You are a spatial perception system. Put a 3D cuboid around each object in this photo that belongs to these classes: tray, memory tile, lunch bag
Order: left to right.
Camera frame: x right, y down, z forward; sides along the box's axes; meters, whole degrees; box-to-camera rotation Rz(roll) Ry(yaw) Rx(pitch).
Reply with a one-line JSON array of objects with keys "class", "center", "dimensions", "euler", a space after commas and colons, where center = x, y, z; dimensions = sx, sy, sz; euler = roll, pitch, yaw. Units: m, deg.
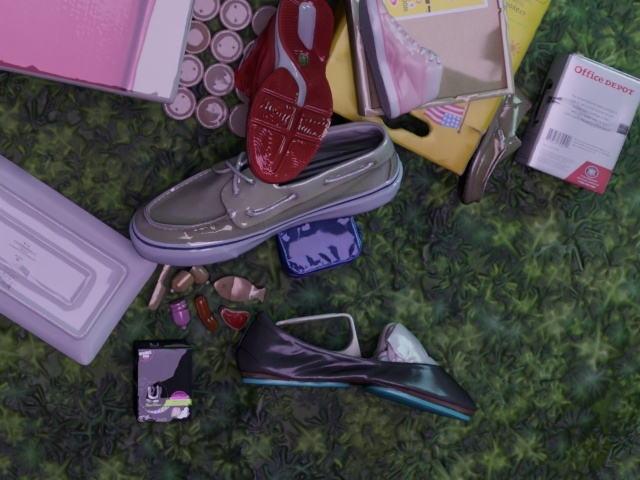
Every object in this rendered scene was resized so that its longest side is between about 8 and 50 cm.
[{"class": "tray", "center": [-0.322, 0.010, 1.777], "dimensions": [0.270, 0.030, 0.145], "euler": [34, 92, -14]}, {"class": "memory tile", "center": [-0.106, -0.194, 1.797], "dimensions": [0.113, 0.012, 0.148], "euler": [13, 96, -12]}, {"class": "lunch bag", "center": [0.000, 0.000, 1.821], "dimensions": [0.098, 0.065, 0.067], "euler": [-15, 85, -7]}]

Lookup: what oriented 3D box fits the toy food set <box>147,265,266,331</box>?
[{"class": "toy food set", "center": [-0.128, 0.067, 1.830], "dimensions": [0.122, 0.019, 0.078], "euler": [20, 94, -21]}]

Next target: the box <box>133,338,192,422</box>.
[{"class": "box", "center": [-0.174, 0.154, 1.815], "dimensions": [0.062, 0.052, 0.083], "euler": [0, 98, -12]}]

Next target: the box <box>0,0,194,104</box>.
[{"class": "box", "center": [-0.257, -0.226, 1.693], "dimensions": [0.232, 0.148, 0.127], "euler": [11, 95, -13]}]

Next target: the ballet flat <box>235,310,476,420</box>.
[{"class": "ballet flat", "center": [0.047, 0.133, 1.838], "dimensions": [0.280, 0.095, 0.096], "euler": [11, 84, -12]}]

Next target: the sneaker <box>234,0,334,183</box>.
[{"class": "sneaker", "center": [-0.045, -0.142, 1.732], "dimensions": [0.087, 0.128, 0.221], "euler": [22, 64, -15]}]

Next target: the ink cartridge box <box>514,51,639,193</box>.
[{"class": "ink cartridge box", "center": [0.292, -0.134, 1.860], "dimensions": [0.099, 0.056, 0.135], "euler": [20, 95, -13]}]

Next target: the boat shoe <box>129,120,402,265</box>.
[{"class": "boat shoe", "center": [-0.062, -0.061, 1.759], "dimensions": [0.302, 0.109, 0.094], "euler": [-18, 142, -4]}]

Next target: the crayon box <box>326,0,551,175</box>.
[{"class": "crayon box", "center": [0.131, -0.257, 1.799], "dimensions": [0.202, 0.081, 0.319], "euler": [27, 92, -13]}]

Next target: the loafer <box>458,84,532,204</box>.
[{"class": "loafer", "center": [0.197, -0.106, 1.846], "dimensions": [0.050, 0.056, 0.148], "euler": [20, 94, -7]}]

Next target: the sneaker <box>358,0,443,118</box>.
[{"class": "sneaker", "center": [0.085, -0.198, 1.694], "dimensions": [0.070, 0.051, 0.134], "euler": [-18, 104, -9]}]

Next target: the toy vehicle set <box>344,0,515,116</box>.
[{"class": "toy vehicle set", "center": [0.107, -0.273, 1.731], "dimensions": [0.166, 0.035, 0.267], "euler": [-8, 99, -9]}]
